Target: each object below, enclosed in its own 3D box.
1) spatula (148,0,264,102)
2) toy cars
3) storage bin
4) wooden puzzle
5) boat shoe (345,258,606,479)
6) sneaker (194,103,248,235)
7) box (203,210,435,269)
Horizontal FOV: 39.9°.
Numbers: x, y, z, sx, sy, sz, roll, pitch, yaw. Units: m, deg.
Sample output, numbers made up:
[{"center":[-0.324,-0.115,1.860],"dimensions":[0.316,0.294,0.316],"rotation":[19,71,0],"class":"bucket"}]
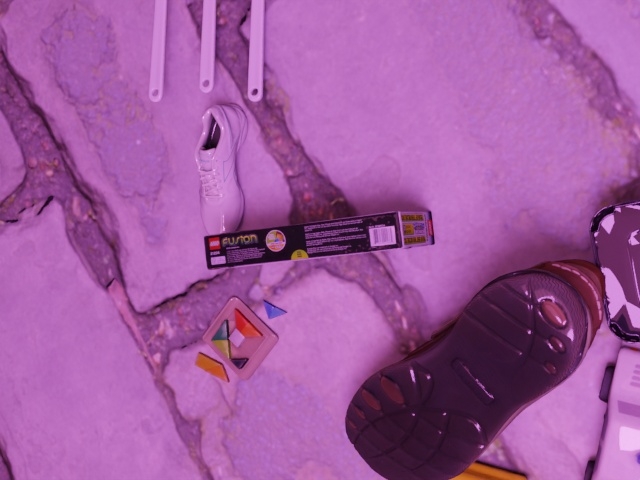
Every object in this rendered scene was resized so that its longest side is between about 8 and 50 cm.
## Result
[{"center":[-0.124,-0.271,0.976],"dimensions":[0.168,0.019,0.242],"rotation":[1,87,17],"class":"spatula"},{"center":[0.217,0.253,0.825],"dimensions":[0.394,0.087,0.176],"rotation":[-41,77,19],"class":"toy cars"},{"center":[0.337,0.015,0.768],"dimensions":[0.180,0.084,0.122],"rotation":[-11,88,22],"class":"storage bin"},{"center":[-0.092,0.111,0.987],"dimensions":[0.079,0.014,0.116],"rotation":[34,104,18],"class":"wooden puzzle"},{"center":[0.148,0.126,0.822],"dimensions":[0.122,0.120,0.324],"rotation":[53,134,10],"class":"boat shoe"},{"center":[-0.117,-0.075,0.966],"dimensions":[0.054,0.061,0.152],"rotation":[4,95,21],"class":"sneaker"},{"center":[0.000,0.000,0.891],"dimensions":[0.207,0.114,0.036],"rotation":[-7,89,22],"class":"box"}]
